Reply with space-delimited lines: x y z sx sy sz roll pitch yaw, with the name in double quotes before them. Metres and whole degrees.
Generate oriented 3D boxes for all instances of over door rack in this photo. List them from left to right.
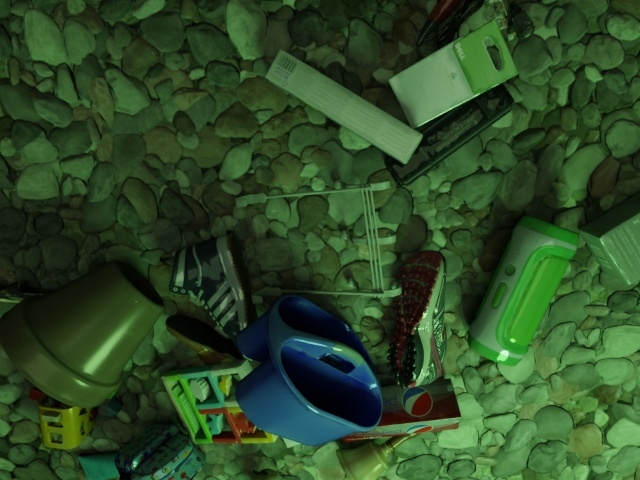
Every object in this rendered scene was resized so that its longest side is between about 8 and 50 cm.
"over door rack" 0.000 0.000 0.908 0.324 0.108 0.240 -5 102 18

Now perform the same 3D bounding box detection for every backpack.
"backpack" -0.351 0.493 0.961 0.173 0.158 0.117 -16 101 44

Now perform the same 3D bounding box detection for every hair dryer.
"hair dryer" 0.271 -0.489 0.800 0.223 0.080 0.294 -17 100 6

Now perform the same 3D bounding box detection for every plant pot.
"plant pot" -0.465 0.167 0.899 0.229 0.263 0.263 -44 97 -9

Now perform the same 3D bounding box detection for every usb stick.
"usb stick" 0.258 -0.215 0.875 0.278 0.045 0.077 -36 90 9

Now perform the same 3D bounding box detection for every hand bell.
"hand bell" 0.170 0.474 1.003 0.242 0.126 0.126 -35 99 -3

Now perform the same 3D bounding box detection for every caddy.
"caddy" -0.007 0.252 0.849 0.179 0.241 0.341 -34 131 24

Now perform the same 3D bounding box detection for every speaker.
"speaker" 0.416 0.103 0.894 0.131 0.131 0.297 19 101 -2

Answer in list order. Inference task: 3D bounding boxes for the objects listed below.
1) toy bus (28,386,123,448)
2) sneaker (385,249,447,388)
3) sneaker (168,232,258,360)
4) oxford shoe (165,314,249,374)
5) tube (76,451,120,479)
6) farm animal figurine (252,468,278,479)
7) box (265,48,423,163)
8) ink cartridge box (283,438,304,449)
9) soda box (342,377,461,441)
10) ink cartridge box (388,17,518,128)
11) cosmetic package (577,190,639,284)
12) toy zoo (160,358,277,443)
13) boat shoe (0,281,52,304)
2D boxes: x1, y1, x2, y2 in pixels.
"toy bus" -0.590 0.378 0.990 0.191 0.104 0.202 -38 104 14
"sneaker" 0.223 0.166 0.932 0.112 0.121 0.299 1 102 -28
"sneaker" -0.230 0.136 0.937 0.153 0.099 0.282 -12 96 2
"oxford shoe" -0.264 0.244 0.977 0.212 0.076 0.076 32 112 -4
"tube" -0.501 0.554 1.062 0.207 0.052 0.080 -14 96 10
"farm animal figurine" -0.179 0.709 1.030 0.330 0.172 0.327 -37 110 1
"box" 0.046 -0.260 0.842 0.324 0.063 0.067 32 102 4
"ink cartridge box" -0.051 0.391 0.987 0.089 0.092 0.143 -21 101 6
"soda box" 0.171 0.382 0.964 0.263 0.092 0.083 -8 140 5
"ink cartridge box" 0.247 -0.311 0.819 0.209 0.062 0.109 -24 102 24
"cosmetic package" 0.677 -0.032 0.869 0.238 0.107 0.127 -35 95 12
"toy zoo" -0.212 0.366 0.964 0.293 0.030 0.192 -15 102 28
"boat shoe" -0.683 0.117 0.976 0.152 0.056 0.049 15 97 -11
